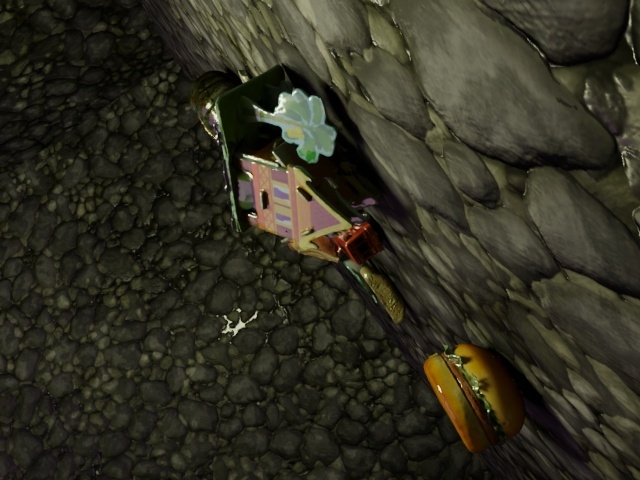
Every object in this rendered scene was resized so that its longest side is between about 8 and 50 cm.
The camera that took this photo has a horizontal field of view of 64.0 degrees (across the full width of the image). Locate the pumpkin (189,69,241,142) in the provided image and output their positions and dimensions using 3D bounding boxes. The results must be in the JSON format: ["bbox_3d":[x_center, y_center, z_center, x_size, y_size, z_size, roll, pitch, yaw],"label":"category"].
[{"bbox_3d":[-0.336,-0.460,1.836,0.320,0.192,0.320,55,175,7],"label":"pumpkin"}]

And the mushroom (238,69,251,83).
[{"bbox_3d":[-0.195,-0.434,1.575,0.059,0.054,0.202,37,159,54],"label":"mushroom"}]

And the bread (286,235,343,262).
[{"bbox_3d":[-0.005,-0.005,1.805,0.244,0.122,0.190,10,163,33],"label":"bread"}]

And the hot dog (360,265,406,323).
[{"bbox_3d":[0.227,0.181,1.777,0.242,0.073,0.084,55,177,-14],"label":"hot dog"}]

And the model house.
[{"bbox_3d":[-0.019,-0.169,1.081,0.313,0.242,0.357,17,131,24],"label":"model house"}]

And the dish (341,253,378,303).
[{"bbox_3d":[0.157,0.112,1.890,0.246,0.078,0.224,51,180,-14],"label":"dish"}]

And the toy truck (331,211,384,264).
[{"bbox_3d":[0.070,-0.040,1.433,0.107,0.114,0.252,55,174,-36],"label":"toy truck"}]

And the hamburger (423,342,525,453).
[{"bbox_3d":[0.347,0.332,1.135,0.246,0.170,0.246,63,-177,-6],"label":"hamburger"}]
